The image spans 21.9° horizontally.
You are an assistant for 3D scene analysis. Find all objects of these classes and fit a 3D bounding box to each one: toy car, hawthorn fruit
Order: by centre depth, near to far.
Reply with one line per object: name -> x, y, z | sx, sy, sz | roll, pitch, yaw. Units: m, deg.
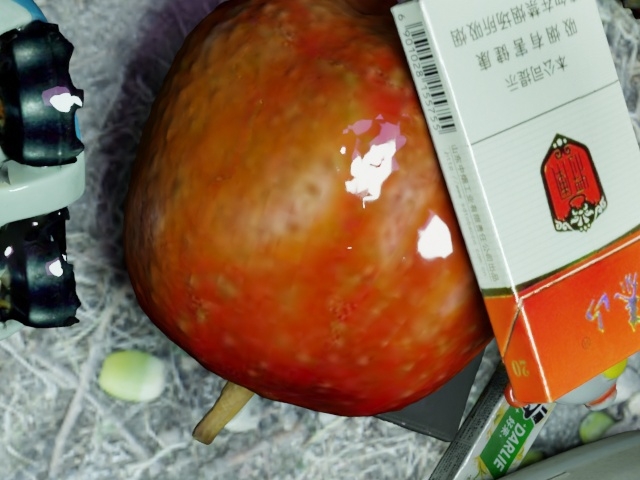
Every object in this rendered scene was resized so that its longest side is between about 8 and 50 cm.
toy car -> -0.239, -0.057, 0.979 | 0.189, 0.190, 0.255 | -6, 128, -13
hawthorn fruit -> 0.000, 0.000, 1.086 | 0.287, 0.287, 0.330 | 24, 104, -27

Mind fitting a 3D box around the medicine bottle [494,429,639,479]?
medicine bottle -> 0.218, 0.346, 1.273 | 0.282, 0.123, 0.375 | -16, 107, -31

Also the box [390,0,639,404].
box -> 0.134, -0.041, 0.973 | 0.139, 0.035, 0.245 | -23, 99, -36

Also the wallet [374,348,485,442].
wallet -> 0.093, 0.023, 1.249 | 0.124, 0.025, 0.244 | 22, 85, -27

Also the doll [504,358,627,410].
doll -> 0.215, 0.047, 1.271 | 0.245, 0.076, 0.142 | -42, 107, -35

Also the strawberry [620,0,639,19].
strawberry -> 0.261, -0.311, 1.191 | 0.239, 0.250, 0.288 | -20, 78, -17

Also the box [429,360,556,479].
box -> 0.112, 0.190, 1.266 | 0.050, 0.041, 0.207 | 37, 78, -22
